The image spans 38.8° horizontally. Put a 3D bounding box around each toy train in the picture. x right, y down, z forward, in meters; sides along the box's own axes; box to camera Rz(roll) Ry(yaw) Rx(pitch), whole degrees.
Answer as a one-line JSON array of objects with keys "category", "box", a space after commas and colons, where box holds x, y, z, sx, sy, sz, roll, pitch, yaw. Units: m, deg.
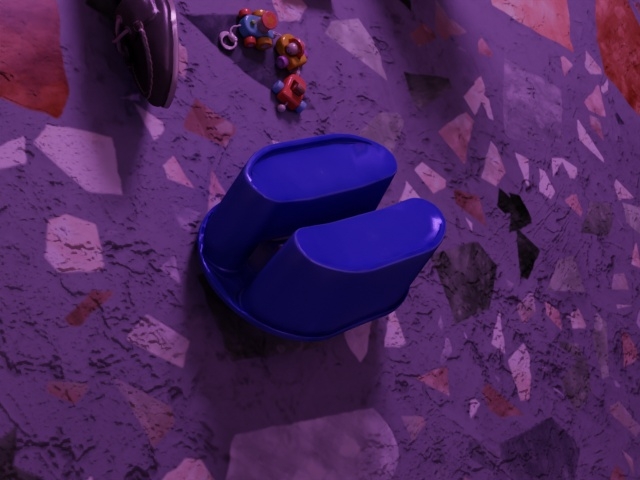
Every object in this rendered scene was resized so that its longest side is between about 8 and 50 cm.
[{"category": "toy train", "box": [-0.066, -0.276, 1.357, 0.166, 0.046, 0.125, 42, 49, -21]}]

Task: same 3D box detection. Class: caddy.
[{"category": "caddy", "box": [0.000, 0.000, 1.216, 0.341, 0.179, 0.241, -15, 59, -44]}]

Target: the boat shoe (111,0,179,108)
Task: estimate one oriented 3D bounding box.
[{"category": "boat shoe", "box": [-0.248, -0.319, 1.184, 0.096, 0.112, 0.335, 1, 65, -23]}]
